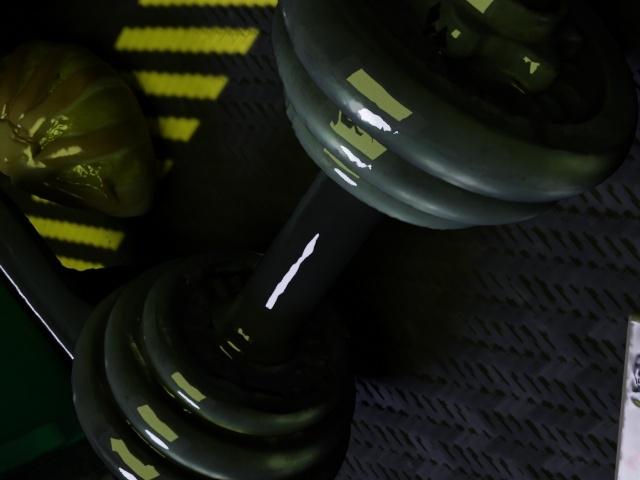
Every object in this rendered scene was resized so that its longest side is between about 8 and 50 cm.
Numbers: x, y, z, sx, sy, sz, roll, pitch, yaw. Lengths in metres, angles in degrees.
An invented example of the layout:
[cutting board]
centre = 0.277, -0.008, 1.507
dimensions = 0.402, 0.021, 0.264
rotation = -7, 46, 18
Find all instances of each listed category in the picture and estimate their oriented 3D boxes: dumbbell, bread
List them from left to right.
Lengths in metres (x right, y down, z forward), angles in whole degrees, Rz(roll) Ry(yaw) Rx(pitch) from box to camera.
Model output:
[bread]
centre = -0.166, -0.080, 0.748
dimensions = 0.094, 0.083, 0.157
rotation = -42, 79, 29
[dumbbell]
centre = 0.000, 0.000, 0.574
dimensions = 0.179, 0.179, 0.406
rotation = 47, 130, 13

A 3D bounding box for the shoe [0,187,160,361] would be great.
[shoe]
centre = -0.133, 0.044, 0.746
dimensions = 0.241, 0.093, 0.108
rotation = 57, 168, -30

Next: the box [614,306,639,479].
[box]
centre = 0.184, 0.105, 0.496
dimensions = 0.058, 0.141, 0.201
rotation = 18, 118, 38

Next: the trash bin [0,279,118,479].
[trash bin]
centre = -0.365, 0.123, 0.861
dimensions = 0.381, 0.295, 0.259
rotation = 53, 132, 16
